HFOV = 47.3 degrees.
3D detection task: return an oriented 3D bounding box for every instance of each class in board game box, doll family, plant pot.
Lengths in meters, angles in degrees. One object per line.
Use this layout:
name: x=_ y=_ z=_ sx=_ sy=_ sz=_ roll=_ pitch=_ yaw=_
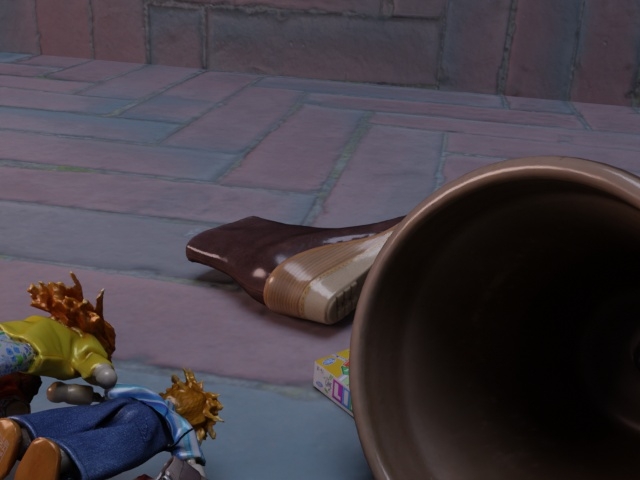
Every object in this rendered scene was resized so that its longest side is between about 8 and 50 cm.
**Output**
board game box: x=0.086 y=0.118 z=0.644 sx=0.154 sy=0.026 sz=0.103 roll=-14 pitch=29 yaw=-36
doll family: x=-0.143 y=0.102 z=0.447 sx=0.263 sy=0.118 sz=0.163 roll=32 pitch=8 yaw=20
plant pot: x=0.188 y=0.090 z=0.500 sx=0.229 sy=0.263 sz=0.263 roll=8 pitch=13 yaw=-45

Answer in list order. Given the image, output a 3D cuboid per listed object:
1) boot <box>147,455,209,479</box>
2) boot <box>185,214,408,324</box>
boot: x=-0.078 y=0.162 z=0.343 sx=0.087 sy=0.042 sz=0.118 roll=52 pitch=30 yaw=1
boot: x=0.000 y=0.000 z=0.830 sx=0.207 sy=0.090 sz=0.248 roll=23 pitch=33 yaw=35
